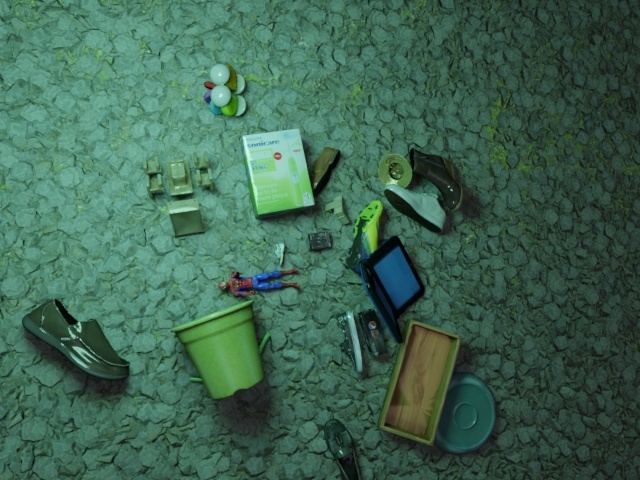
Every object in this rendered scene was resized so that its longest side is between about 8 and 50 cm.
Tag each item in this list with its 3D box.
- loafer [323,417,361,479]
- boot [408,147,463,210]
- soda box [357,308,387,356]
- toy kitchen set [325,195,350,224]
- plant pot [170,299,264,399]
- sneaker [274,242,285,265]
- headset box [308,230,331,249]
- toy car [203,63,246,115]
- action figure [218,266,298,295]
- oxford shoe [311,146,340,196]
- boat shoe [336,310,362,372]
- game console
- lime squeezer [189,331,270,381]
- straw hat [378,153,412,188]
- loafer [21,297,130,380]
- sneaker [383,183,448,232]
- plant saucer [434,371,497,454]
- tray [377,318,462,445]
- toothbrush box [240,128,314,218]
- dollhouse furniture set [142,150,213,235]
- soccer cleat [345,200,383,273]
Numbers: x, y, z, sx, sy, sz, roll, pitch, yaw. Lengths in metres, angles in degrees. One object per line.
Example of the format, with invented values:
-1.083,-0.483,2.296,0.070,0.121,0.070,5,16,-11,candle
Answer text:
0.093,0.772,1.596,0.096,0.084,0.267,-21,90,-14,loafer
0.438,-0.236,1.727,0.207,0.090,0.248,15,54,-22,boot
0.194,0.345,1.672,0.060,0.053,0.168,-16,90,-15,soda box
0.065,-0.111,1.697,0.068,0.075,0.083,-17,50,21,toy kitchen set
-0.305,0.355,1.434,0.277,0.276,0.253,-19,87,-14,plant pot
-0.151,0.052,1.631,0.037,0.032,0.083,4,79,1,sneaker
0.000,0.000,1.667,0.084,0.032,0.062,-8,87,-12,headset box
-0.352,-0.527,1.585,0.137,0.159,0.181,-5,86,21,toy car
-0.215,0.143,1.555,0.281,0.139,0.091,-6,86,-11,action figure
-0.003,-0.257,1.679,0.076,0.076,0.212,24,76,15,oxford shoe
0.104,0.375,1.641,0.076,0.080,0.228,-11,91,3,boat shoe
0.277,0.174,1.611,0.174,0.250,0.293,-27,113,11,game console
-0.291,0.445,1.549,0.311,0.059,0.109,-29,93,-13,lime squeezer
0.299,-0.274,1.743,0.144,0.145,0.061,54,34,-4,straw hat
-0.750,0.310,1.411,0.366,0.134,0.130,37,79,-8,loafer
0.375,-0.153,1.741,0.290,0.106,0.123,33,72,-18,sneaker
0.555,0.677,1.736,0.318,0.044,0.316,1,84,-13,plant saucer
0.371,0.524,1.674,0.203,0.076,0.410,18,82,0,tray
-0.157,-0.237,1.605,0.207,0.122,0.282,-10,86,-14,toothbrush box
-0.477,-0.162,1.539,0.213,0.161,0.241,-10,65,-14,dollhouse furniture set
0.184,-0.010,1.695,0.121,0.094,0.288,28,75,-35,soccer cleat
